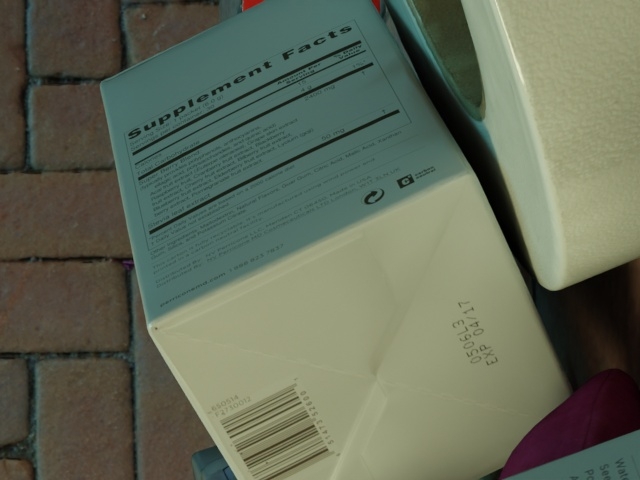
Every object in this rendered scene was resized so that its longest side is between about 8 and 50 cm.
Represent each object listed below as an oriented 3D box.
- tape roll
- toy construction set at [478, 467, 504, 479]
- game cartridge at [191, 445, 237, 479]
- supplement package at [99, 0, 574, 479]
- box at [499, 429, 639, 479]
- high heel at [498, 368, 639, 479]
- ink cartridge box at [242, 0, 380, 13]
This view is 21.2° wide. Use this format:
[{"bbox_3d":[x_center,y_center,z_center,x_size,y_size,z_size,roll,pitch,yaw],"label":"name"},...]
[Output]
[{"bbox_3d":[0.067,-0.163,0.812,0.392,0.072,0.392,157,90,-90],"label":"tape roll"},{"bbox_3d":[0.060,0.202,1.074,0.215,0.151,0.328,-102,14,-51],"label":"toy construction set"},{"bbox_3d":[-0.012,0.264,1.006,0.355,0.068,0.230,-144,49,-75],"label":"game cartridge"},{"bbox_3d":[0.000,0.000,0.958,0.177,0.175,0.293,62,-177,-30],"label":"supplement package"},{"bbox_3d":[0.123,0.190,0.569,0.182,0.119,0.181,-102,-12,-51],"label":"box"},{"bbox_3d":[0.136,0.253,0.885,0.181,0.127,0.377,-59,-22,-47],"label":"high heel"},{"bbox_3d":[-0.002,-0.306,1.486,0.078,0.134,0.231,-131,40,-76],"label":"ink cartridge box"}]
